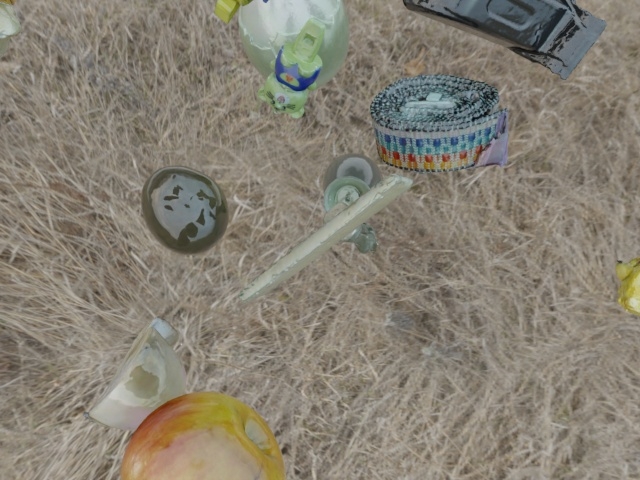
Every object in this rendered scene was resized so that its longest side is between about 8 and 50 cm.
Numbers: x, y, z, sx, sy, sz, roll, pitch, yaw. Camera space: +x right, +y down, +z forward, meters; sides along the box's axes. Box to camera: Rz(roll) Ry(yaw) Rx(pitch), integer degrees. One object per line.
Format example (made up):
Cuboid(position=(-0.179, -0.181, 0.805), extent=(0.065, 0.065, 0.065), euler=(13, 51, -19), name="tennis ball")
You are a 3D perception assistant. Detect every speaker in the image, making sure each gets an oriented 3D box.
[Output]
Cuboid(position=(0.387, -0.487, 1.246), extent=(0.388, 0.180, 0.184), euler=(6, 39, -33), name="speaker")

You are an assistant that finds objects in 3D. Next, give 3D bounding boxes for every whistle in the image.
Cuboid(position=(-0.049, -0.338, 1.191), extent=(0.105, 0.227, 0.085), euler=(28, 45, -6), name="whistle")

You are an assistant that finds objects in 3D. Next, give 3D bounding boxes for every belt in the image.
Cuboid(position=(0.265, -0.256, 1.349), extent=(0.294, 0.161, 0.207), euler=(-1, 49, 12), name="belt")

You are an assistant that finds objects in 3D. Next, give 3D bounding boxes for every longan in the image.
Cuboid(position=(-0.311, -0.069, 1.380), extent=(0.196, 0.196, 0.220), euler=(-29, 109, -16), name="longan")

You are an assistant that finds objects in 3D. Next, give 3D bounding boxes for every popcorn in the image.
Cuboid(position=(0.415, 0.057, 0.748), extent=(0.084, 0.084, 0.084), euler=(2, 80, -13), name="popcorn")

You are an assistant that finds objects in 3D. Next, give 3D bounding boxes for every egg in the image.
Cuboid(position=(-0.071, -0.547, 1.514), extent=(0.278, 0.336, 0.279), euler=(-9, 61, 17), name="egg")

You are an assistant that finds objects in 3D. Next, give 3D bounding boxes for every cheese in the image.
Cuboid(position=(0.001, 0.002, 1.111), extent=(0.400, 0.085, 0.034), euler=(-38, 78, 23), name="cheese")

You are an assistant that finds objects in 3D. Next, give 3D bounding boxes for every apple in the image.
Cuboid(position=(-0.190, 0.397, 1.009), extent=(0.233, 0.286, 0.286), euler=(-44, 92, 2), name="apple")

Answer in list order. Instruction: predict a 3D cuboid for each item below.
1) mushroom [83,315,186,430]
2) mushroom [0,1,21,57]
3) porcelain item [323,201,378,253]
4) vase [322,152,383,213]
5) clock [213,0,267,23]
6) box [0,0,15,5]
Cuboid(position=(-0.331, 0.280, 1.227), extent=(0.162, 0.173, 0.236), euler=(38, 49, -18), name="mushroom")
Cuboid(position=(-0.544, -0.285, 0.880), extent=(0.277, 0.096, 0.099), euler=(-5, 50, 25), name="mushroom")
Cuboid(position=(0.085, -0.010, 1.322), extent=(0.069, 0.215, 0.081), euler=(-42, 61, 8), name="porcelain item")
Cuboid(position=(0.076, -0.128, 1.543), extent=(0.173, 0.321, 0.173), euler=(1, 102, 6), name="vase")
Cuboid(position=(-0.027, -0.421, 0.779), extent=(0.071, 0.277, 0.294), euler=(36, 88, -12), name="clock")
Cuboid(position=(-0.491, -0.495, 0.885), extent=(0.174, 0.076, 0.274), euler=(14, 68, 0), name="box")
